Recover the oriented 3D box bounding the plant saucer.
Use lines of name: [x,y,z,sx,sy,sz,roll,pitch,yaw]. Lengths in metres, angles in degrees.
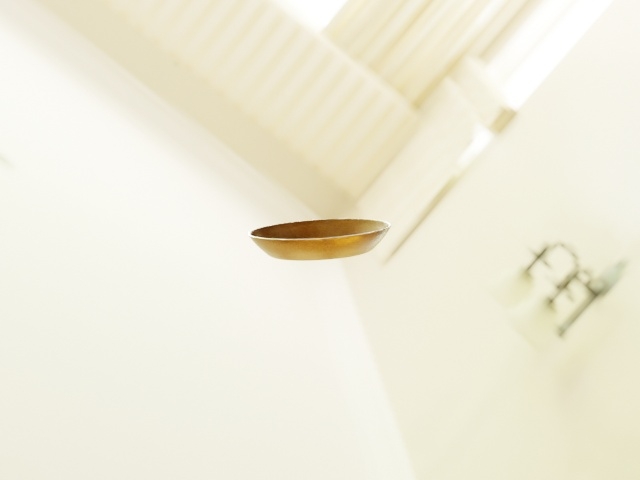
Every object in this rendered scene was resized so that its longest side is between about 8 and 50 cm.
plant saucer: [0.000,0.000,0.916,0.083,0.015,0.083,-4,-172,1]
